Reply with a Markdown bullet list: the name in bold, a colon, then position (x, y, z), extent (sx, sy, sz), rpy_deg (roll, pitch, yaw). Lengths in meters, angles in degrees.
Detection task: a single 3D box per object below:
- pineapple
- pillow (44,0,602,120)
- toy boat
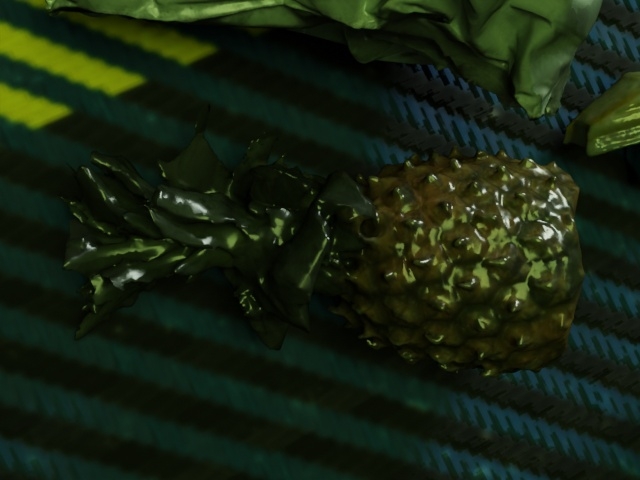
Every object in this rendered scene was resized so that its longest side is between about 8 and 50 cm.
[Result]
- **pineapple**: position (0.000, 0.000, 0.441), extent (0.251, 0.125, 0.125), rpy_deg (4, 84, -4)
- **pillow**: position (0.015, -0.224, 0.444), extent (0.283, 0.138, 0.310), rpy_deg (14, 80, -4)
- **toy boat**: position (0.223, -0.065, 0.521), extent (0.172, 0.065, 0.066), rpy_deg (-5, 109, -14)
